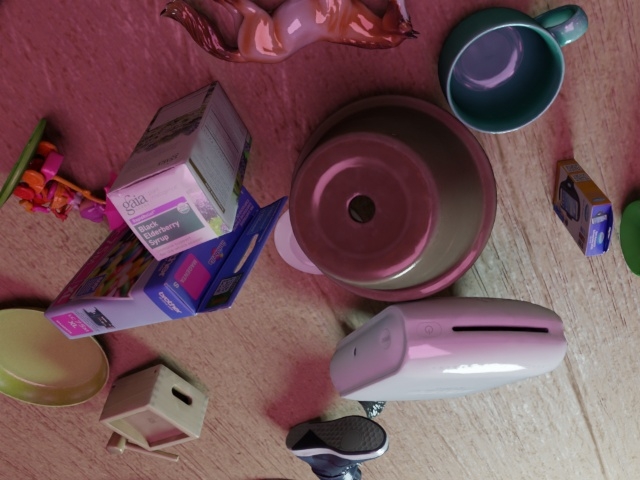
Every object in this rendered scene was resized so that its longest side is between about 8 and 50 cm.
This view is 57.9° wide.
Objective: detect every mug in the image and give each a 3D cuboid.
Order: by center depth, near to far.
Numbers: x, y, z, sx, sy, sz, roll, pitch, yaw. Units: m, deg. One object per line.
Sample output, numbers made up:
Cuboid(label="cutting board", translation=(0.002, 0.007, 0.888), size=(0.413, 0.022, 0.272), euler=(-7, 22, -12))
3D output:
Cuboid(label="mug", translation=(0.218, -0.206, 0.681), size=(0.158, 0.097, 0.129), euler=(-5, 125, 3))

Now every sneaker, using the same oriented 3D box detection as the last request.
Cuboid(label="sneaker", translation=(0.080, 0.253, 1.036), size=(0.089, 0.051, 0.170), euler=(-29, 125, 15))
Cuboid(label="sneaker", translation=(0.063, 0.417, 1.105), size=(0.226, 0.086, 0.163), euler=(-15, 120, 39))

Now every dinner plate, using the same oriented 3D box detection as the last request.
Cuboid(label="dinner plate", translation=(0.000, 0.000, 0.878), size=(0.141, 0.017, 0.141), euler=(-1, 126, -1))

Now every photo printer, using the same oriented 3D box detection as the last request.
Cuboid(label="photo printer", translation=(0.177, 0.164, 0.843), size=(0.256, 0.107, 0.307), euler=(3, 157, -17))

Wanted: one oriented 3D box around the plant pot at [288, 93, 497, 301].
Cuboid(label="plant pot", translation=(0.068, -0.040, 0.659), size=(0.263, 0.229, 0.263), euler=(2, 98, 15))

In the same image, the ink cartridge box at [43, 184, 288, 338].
Cuboid(label="ink cartridge box", translation=(-0.199, 0.023, 0.730), size=(0.311, 0.185, 0.065), euler=(-12, 127, 35))

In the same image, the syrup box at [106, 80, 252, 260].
Cuboid(label="syrup box", translation=(-0.152, -0.090, 0.677), size=(0.093, 0.237, 0.096), euler=(-22, 123, 14))

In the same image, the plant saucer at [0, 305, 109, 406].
Cuboid(label="plant saucer", translation=(-0.484, 0.197, 1.004), size=(0.241, 0.037, 0.241), euler=(0, 125, 1))

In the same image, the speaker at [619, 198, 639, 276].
Cuboid(label="speaker", translation=(0.590, -0.014, 0.802), size=(0.297, 0.131, 0.131), euler=(-5, 125, 3))

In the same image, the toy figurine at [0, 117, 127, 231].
Cuboid(label="toy figurine", translation=(-0.337, -0.060, 0.789), size=(0.159, 0.130, 0.173), euler=(29, 143, -30))

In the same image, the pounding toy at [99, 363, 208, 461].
Cuboid(label="pounding toy", translation=(-0.312, 0.328, 1.071), size=(0.206, 0.094, 0.181), euler=(-23, 128, 26))

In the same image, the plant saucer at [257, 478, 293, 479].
Cuboid(label="plant saucer", translation=(-0.097, 0.657, 1.331), size=(0.318, 0.043, 0.317), euler=(0, 125, -1))

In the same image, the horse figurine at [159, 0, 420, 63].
Cuboid(label="horse figurine", translation=(-0.040, -0.270, 0.656), size=(0.263, 0.066, 0.174), euler=(-18, 118, 10))

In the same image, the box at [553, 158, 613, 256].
Cuboid(label="box", translation=(0.350, -0.042, 0.774), size=(0.028, 0.136, 0.081), euler=(-7, 125, 5))
